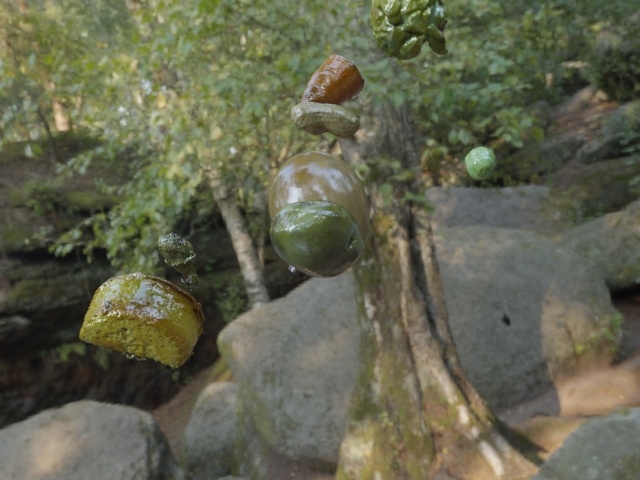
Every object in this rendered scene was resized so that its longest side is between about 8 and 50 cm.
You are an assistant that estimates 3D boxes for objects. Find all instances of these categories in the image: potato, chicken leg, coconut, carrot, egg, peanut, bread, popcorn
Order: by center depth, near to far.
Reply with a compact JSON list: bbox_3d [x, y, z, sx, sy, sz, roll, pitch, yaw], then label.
[{"bbox_3d":[0.008,-0.192,1.205,0.113,0.054,0.054,10,1,-3],"label":"peanut"},{"bbox_3d":[0.000,0.000,1.611,0.174,0.159,0.251,13,-20,32],"label":"potato"},{"bbox_3d":[-0.386,0.160,1.653,0.260,0.147,0.160,20,42,-2],"label":"bread"},{"bbox_3d":[0.217,-0.516,1.785,0.212,0.198,0.198,18,-1,-6],"label":"popcorn"},{"bbox_3d":[0.440,-0.214,2.074,0.087,0.088,0.096,-10,46,16],"label":"coconut"},{"bbox_3d":[-0.003,-0.092,2.296,0.301,0.374,0.301,-13,-24,-6],"label":"egg"},{"bbox_3d":[0.023,-0.476,2.438,0.225,0.159,0.159,-51,21,-24],"label":"carrot"},{"bbox_3d":[-0.460,0.069,2.536,0.103,0.228,0.088,-32,17,-4],"label":"chicken leg"}]

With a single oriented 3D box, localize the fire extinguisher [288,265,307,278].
[{"bbox_3d":[-0.008,0.031,2.581,0.231,0.099,0.071,-52,-3,11],"label":"fire extinguisher"}]
